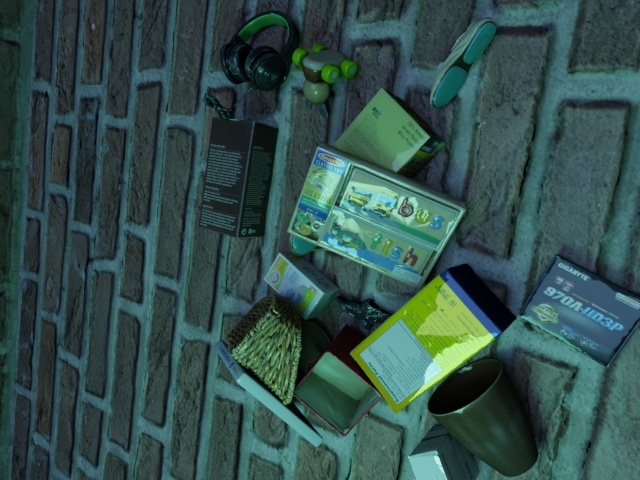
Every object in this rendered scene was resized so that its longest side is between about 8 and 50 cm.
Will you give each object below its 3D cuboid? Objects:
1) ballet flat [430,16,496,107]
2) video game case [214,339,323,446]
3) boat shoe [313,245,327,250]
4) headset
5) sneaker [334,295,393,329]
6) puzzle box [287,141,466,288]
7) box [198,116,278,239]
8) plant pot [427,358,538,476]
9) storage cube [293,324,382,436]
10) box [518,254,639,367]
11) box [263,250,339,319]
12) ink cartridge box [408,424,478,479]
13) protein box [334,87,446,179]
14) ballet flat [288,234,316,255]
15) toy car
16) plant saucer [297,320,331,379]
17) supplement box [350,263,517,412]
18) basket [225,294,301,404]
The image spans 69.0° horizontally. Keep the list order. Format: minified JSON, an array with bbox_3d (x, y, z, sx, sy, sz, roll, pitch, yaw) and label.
[{"bbox_3d":[0.358,-0.466,1.219,0.086,0.086,0.248,45,112,22],"label":"ballet flat"},{"bbox_3d":[-0.163,0.447,1.388,0.036,0.329,0.300,-47,21,-12],"label":"video game case"},{"bbox_3d":[0.000,0.000,1.450,0.207,0.073,0.072,-5,92,31],"label":"boat shoe"},{"bbox_3d":[-0.231,-0.567,1.478,0.244,0.185,0.393,24,85,30],"label":"headset"},{"bbox_3d":[0.127,0.200,1.397,0.170,0.051,0.089,40,111,19],"label":"sneaker"},{"bbox_3d":[0.140,-0.061,1.245,0.410,0.052,0.271,23,119,2],"label":"puzzle box"},{"bbox_3d":[-0.280,-0.210,1.577,0.191,0.143,0.380,15,101,31],"label":"box"},{"bbox_3d":[0.421,0.453,1.151,0.215,0.215,0.230,-37,87,27],"label":"plant pot"},{"bbox_3d":[0.070,0.389,1.329,0.215,0.193,0.183,39,112,8],"label":"storage cube"},{"bbox_3d":[0.614,0.161,1.094,0.220,0.051,0.175,34,109,26],"label":"box"},{"bbox_3d":[-0.062,0.137,1.475,0.203,0.103,0.114,41,111,23],"label":"box"},{"bbox_3d":[0.320,0.580,1.201,0.086,0.203,0.148,-26,78,30],"label":"ink cartridge box"},{"bbox_3d":[0.191,-0.266,1.285,0.201,0.136,0.199,-47,69,25],"label":"protein box"},{"bbox_3d":[-0.011,-0.119,1.411,0.124,0.116,0.342,27,92,58],"label":"ballet flat"},{"bbox_3d":[0.003,-0.475,1.423,0.155,0.149,0.188,40,140,28],"label":"toy car"},{"bbox_3d":[-0.038,0.357,1.510,0.199,0.036,0.198,2,94,31],"label":"plant saucer"},{"bbox_3d":[0.289,0.248,1.213,0.356,0.195,0.194,-46,69,24],"label":"supplement box"},{"bbox_3d":[-0.129,0.304,1.388,0.223,0.299,0.213,44,78,-8],"label":"basket"}]
